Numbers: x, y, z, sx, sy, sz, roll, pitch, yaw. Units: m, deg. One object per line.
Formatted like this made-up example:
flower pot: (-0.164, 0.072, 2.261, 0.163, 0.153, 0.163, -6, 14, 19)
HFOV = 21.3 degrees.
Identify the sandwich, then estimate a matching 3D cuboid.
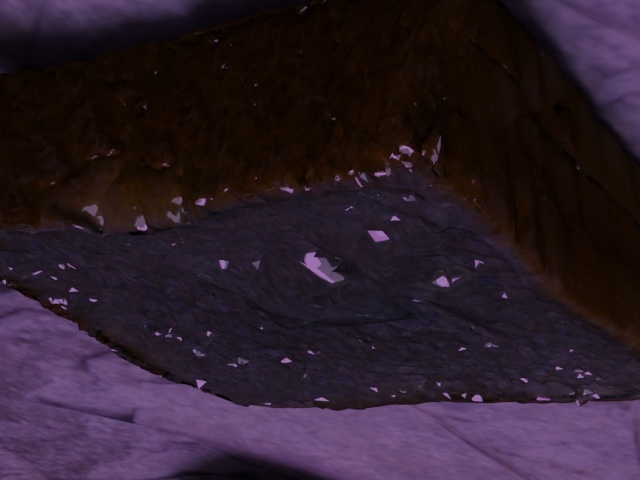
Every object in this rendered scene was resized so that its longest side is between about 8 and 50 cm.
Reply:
sandwich: (0.000, 0.000, 0.788, 0.301, 0.099, 0.271, -7, 147, 36)
